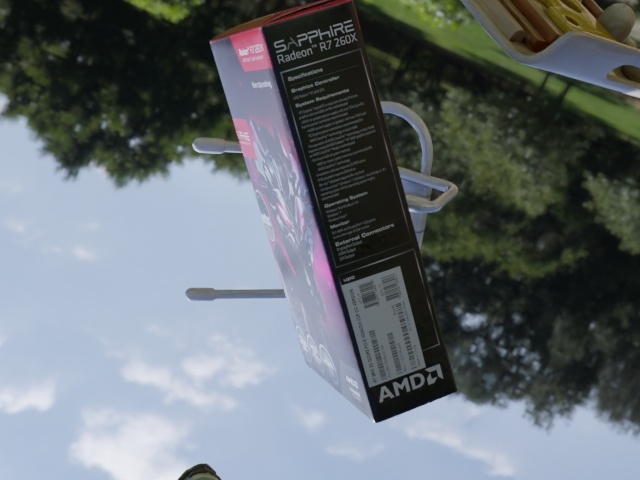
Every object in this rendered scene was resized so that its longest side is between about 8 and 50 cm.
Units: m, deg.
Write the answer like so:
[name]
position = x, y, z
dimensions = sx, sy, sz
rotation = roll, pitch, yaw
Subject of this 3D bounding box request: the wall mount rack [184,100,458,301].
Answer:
[wall mount rack]
position = 0.000, 0.000, 1.255
dimensions = 0.304, 0.350, 0.130
rotation = 18, -154, 23

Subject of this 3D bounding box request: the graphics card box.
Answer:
[graphics card box]
position = 0.005, -0.034, 0.996
dimensions = 0.094, 0.371, 0.233
rotation = -20, -167, -14

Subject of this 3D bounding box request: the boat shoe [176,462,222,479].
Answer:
[boat shoe]
position = -0.203, 0.418, 1.445
dimensions = 0.081, 0.228, 0.068
rotation = 29, -178, -17

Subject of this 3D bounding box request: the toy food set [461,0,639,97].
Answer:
[toy food set]
position = 0.225, -0.248, 0.973
dimensions = 0.220, 0.092, 0.306
rotation = 7, -140, -36
